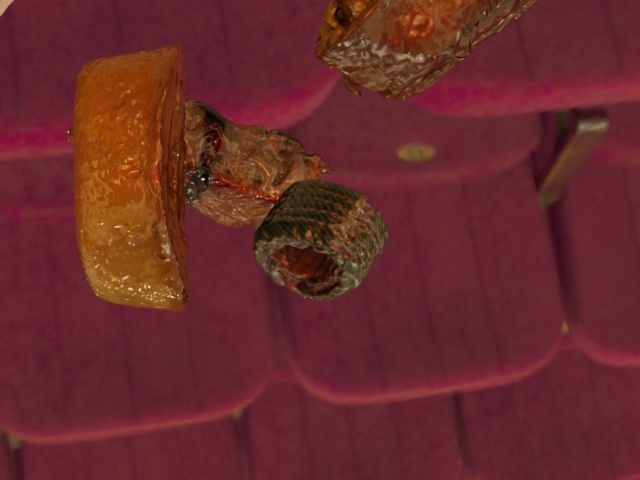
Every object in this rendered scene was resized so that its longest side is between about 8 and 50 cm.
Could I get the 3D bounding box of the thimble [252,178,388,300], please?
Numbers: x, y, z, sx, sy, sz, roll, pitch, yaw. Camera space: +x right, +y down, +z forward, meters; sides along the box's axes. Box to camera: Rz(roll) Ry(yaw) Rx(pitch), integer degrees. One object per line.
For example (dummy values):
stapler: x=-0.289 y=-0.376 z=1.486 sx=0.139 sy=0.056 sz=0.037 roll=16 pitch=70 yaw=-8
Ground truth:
thimble: x=-0.001 y=0.001 z=1.338 sx=0.135 sy=0.090 sz=0.118 roll=1 pitch=138 yaw=39

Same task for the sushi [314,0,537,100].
sushi: x=0.099 y=-0.254 z=1.219 sx=0.296 sy=0.179 sz=0.167 roll=-38 pitch=177 yaw=-16

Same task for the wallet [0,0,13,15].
wallet: x=-0.249 y=-0.160 z=0.626 sx=0.124 sy=0.183 sz=0.032 roll=-48 pitch=-169 yaw=-13

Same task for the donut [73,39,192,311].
donut: x=-0.187 y=-0.062 z=1.250 sx=0.108 sy=0.278 sz=0.277 roll=-2 pitch=157 yaw=-5

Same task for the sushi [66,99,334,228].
sushi: x=-0.152 y=-0.112 z=1.586 sx=0.332 sy=0.130 sz=0.124 roll=24 pitch=155 yaw=-18
